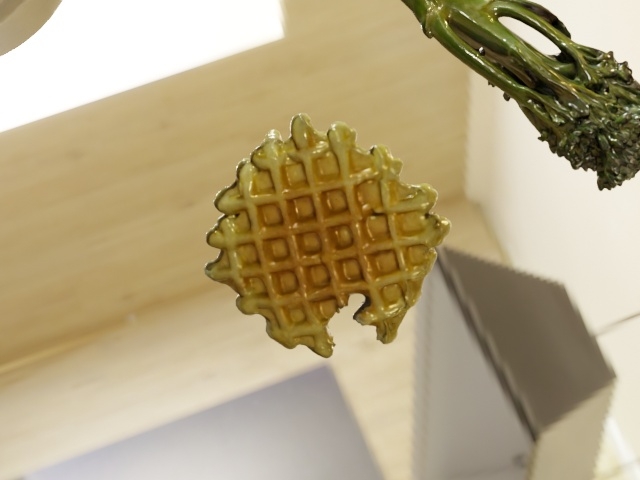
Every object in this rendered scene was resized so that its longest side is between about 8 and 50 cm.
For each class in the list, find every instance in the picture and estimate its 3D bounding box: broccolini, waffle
[{"bbox_3d":[0.055,-0.171,1.065,0.392,0.079,0.074,41,-31,12],"label":"broccolini"},{"bbox_3d":[0.000,0.001,1.806,0.261,0.250,0.056,-61,176,25],"label":"waffle"}]

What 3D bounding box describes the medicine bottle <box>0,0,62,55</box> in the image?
[{"bbox_3d":[-0.243,-0.207,0.962,0.371,0.211,0.211,-154,-135,-83],"label":"medicine bottle"}]
